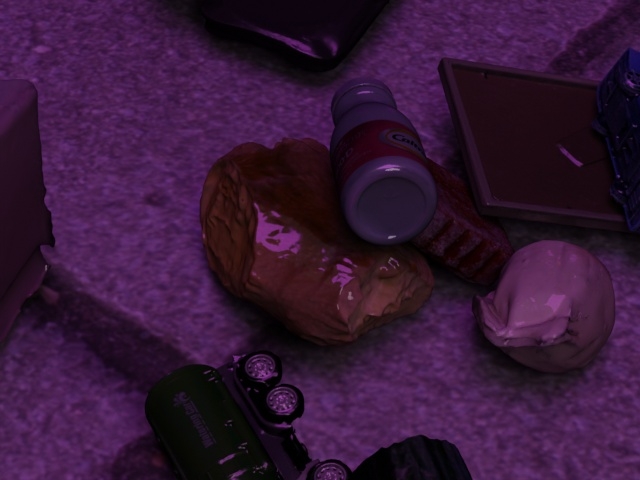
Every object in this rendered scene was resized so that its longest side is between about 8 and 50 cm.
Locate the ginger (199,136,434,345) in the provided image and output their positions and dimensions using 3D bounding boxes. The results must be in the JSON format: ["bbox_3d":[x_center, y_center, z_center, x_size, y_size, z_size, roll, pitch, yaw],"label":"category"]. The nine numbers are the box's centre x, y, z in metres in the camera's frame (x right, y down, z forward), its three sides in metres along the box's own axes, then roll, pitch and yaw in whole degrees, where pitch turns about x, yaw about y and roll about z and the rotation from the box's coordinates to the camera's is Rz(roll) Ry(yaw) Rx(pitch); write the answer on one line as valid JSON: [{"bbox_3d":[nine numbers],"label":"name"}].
[{"bbox_3d":[0.000,0.000,1.384,0.221,0.130,0.275,4,44,-16],"label":"ginger"}]

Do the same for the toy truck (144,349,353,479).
[{"bbox_3d":[-0.057,0.199,1.205,0.125,0.101,0.242,-23,50,-18],"label":"toy truck"}]

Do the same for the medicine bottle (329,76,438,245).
[{"bbox_3d":[0.054,-0.085,1.347,0.090,0.090,0.216,-2,31,-6],"label":"medicine bottle"}]

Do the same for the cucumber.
[{"bbox_3d":[0.091,0.233,1.210,0.116,0.062,0.115,-8,44,-14],"label":"cucumber"}]

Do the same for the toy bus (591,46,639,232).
[{"bbox_3d":[0.354,-0.104,1.476,0.094,0.079,0.236,12,44,-15],"label":"toy bus"}]

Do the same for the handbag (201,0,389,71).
[{"bbox_3d":[0.004,-0.327,1.724,0.192,0.075,0.332,22,48,18],"label":"handbag"}]

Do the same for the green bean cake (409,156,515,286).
[{"bbox_3d":[0.126,-0.024,1.414,0.135,0.056,0.135,33,22,-30],"label":"green bean cake"}]

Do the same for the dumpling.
[{"bbox_3d":[0.214,0.063,1.350,0.136,0.118,0.199,6,16,20],"label":"dumpling"}]

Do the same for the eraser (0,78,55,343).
[{"bbox_3d":[-0.369,0.050,1.202,0.122,0.272,0.359,16,48,10],"label":"eraser"}]

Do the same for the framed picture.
[{"bbox_3d":[0.298,-0.098,1.519,0.324,0.020,0.240,6,45,-18],"label":"framed picture"}]
